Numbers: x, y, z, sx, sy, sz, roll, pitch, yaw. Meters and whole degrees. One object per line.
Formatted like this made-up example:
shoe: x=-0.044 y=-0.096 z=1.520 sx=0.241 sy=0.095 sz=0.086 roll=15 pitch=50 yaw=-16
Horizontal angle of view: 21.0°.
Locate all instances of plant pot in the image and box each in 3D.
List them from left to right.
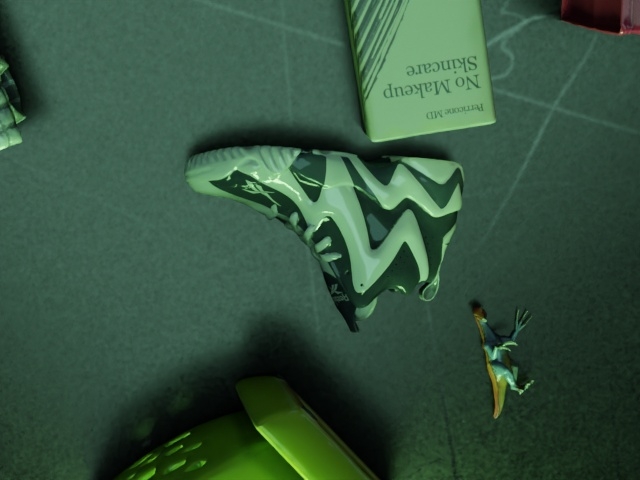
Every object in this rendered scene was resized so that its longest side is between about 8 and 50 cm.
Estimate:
plant pot: x=-0.046 y=0.248 z=1.438 sx=0.207 sy=0.227 sz=0.228 roll=-44 pitch=99 yaw=-2

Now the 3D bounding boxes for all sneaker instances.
sneaker: x=0.000 y=0.000 z=1.454 sx=0.235 sy=0.094 sz=0.153 roll=4 pitch=92 yaw=-14

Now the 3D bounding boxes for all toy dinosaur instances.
toy dinosaur: x=0.151 y=0.100 z=1.511 sx=0.082 sy=0.047 sz=0.090 roll=45 pitch=106 yaw=9

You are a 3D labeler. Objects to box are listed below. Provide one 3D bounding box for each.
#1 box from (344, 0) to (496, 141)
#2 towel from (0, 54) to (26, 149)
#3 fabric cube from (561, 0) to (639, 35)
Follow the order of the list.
box: x=0.069 y=-0.226 z=1.418 sx=0.113 sy=0.094 sz=0.275 roll=-11 pitch=100 yaw=-1
towel: x=-0.401 y=-0.139 z=1.399 sx=0.283 sy=0.121 sz=0.235 roll=-24 pitch=99 yaw=3
fabric cube: x=0.339 y=-0.288 z=1.343 sx=0.258 sy=0.254 sz=0.259 roll=1 pitch=101 yaw=-2
